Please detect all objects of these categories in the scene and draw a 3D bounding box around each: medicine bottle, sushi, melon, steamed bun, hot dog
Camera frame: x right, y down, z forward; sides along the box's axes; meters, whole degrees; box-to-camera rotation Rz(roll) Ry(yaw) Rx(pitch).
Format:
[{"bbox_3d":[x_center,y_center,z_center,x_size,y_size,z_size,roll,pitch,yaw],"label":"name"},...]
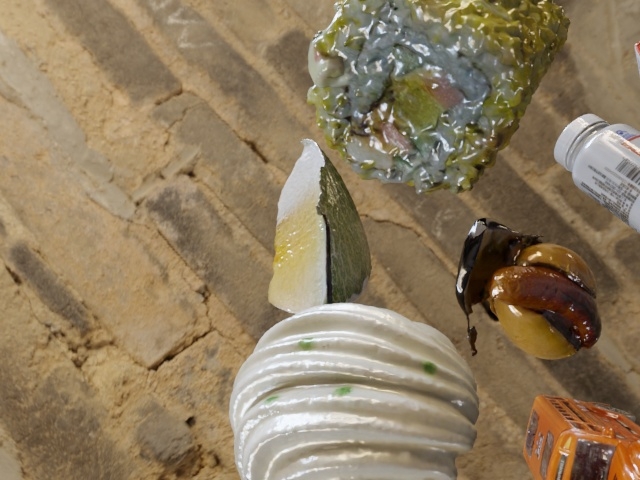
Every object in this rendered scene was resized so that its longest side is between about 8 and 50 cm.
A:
[{"bbox_3d":[0.308,-0.068,0.600,0.079,0.079,0.140,-11,-138,-25],"label":"medicine bottle"},{"bbox_3d":[0.166,-0.269,0.987,0.351,0.397,0.240,30,-125,8],"label":"sushi"},{"bbox_3d":[0.005,0.000,0.631,0.139,0.093,0.203,26,-124,-49],"label":"melon"},{"bbox_3d":[0.016,0.113,0.417,0.183,0.182,0.106,-44,-54,-32],"label":"steamed bun"},{"bbox_3d":[0.315,0.096,0.844,0.326,0.107,0.194,13,-83,-43],"label":"hot dog"}]

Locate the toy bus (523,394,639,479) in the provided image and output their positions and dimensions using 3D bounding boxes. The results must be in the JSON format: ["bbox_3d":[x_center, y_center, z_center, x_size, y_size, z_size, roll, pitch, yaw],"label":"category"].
[{"bbox_3d":[0.372,0.306,0.810,0.153,0.329,0.143,13,-90,10],"label":"toy bus"}]

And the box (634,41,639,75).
[{"bbox_3d":[0.738,-0.349,1.231,0.182,0.133,0.099,37,-140,-51],"label":"box"}]
